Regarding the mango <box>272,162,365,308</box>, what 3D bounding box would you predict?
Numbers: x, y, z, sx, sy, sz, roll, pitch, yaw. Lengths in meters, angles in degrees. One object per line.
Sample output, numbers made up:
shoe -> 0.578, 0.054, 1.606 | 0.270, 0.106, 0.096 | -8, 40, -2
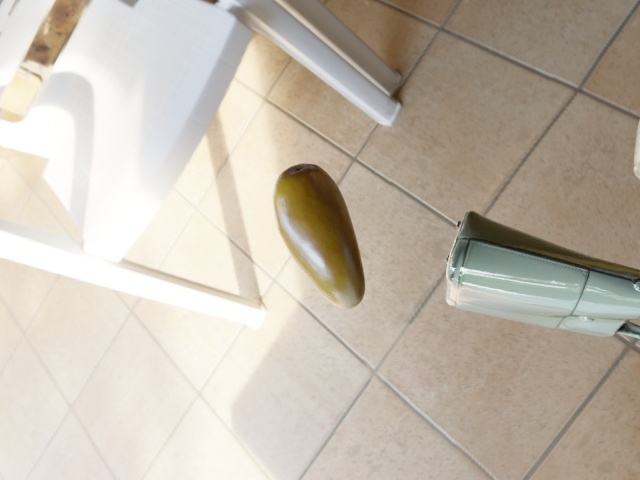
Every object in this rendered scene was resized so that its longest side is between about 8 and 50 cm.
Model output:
mango -> 0.000, 0.000, 0.705 | 0.084, 0.102, 0.184 | -21, 99, -8

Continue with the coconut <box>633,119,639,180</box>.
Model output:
coconut -> 0.796, -0.188, 1.286 | 0.247, 0.245, 0.245 | -31, 64, 17

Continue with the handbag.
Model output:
handbag -> 0.325, 0.061, 0.798 | 0.315, 0.241, 0.109 | 13, 75, 15
